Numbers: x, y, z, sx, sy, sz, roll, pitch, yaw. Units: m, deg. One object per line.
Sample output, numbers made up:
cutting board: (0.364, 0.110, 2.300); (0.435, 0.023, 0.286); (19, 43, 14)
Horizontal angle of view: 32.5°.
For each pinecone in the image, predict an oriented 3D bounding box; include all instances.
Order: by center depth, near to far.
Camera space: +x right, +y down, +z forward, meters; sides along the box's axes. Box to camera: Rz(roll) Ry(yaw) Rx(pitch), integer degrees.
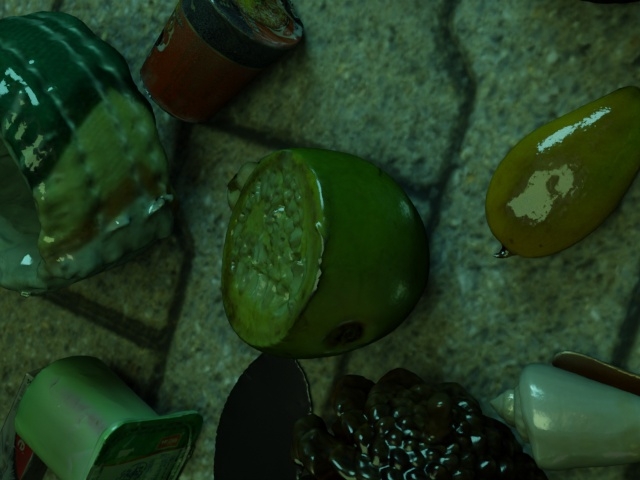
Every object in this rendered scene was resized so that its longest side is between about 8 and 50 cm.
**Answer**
pinecone: (0.066, 0.255, 0.959); (0.244, 0.244, 0.309); (43, 126, 19)

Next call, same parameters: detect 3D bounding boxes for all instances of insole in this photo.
insole: (-0.073, 0.267, 1.141); (0.109, 0.007, 0.322); (16, 101, 27)

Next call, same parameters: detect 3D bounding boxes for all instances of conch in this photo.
conch: (0.233, 0.141, 0.924); (0.176, 0.104, 0.094); (-10, 91, 19)

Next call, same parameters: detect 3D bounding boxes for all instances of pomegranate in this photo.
pomegranate: (0.000, 0.014, 1.016); (0.241, 0.159, 0.190); (4, 86, 55)

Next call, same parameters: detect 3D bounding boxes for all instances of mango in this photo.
mango: (0.212, -0.056, 0.947); (0.187, 0.066, 0.101); (-44, 74, 14)

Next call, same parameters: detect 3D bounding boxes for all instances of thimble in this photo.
thimble: (-0.279, -0.083, 1.100); (0.288, 0.167, 0.254); (46, 136, 15)

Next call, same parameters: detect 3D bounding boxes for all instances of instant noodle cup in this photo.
instant noodle cup: (-0.105, -0.190, 1.074); (0.136, 0.127, 0.127); (-44, 73, 32)

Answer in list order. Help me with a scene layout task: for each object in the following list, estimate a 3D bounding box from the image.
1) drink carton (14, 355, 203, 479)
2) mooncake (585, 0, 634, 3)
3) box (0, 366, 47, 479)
drink carton: (-0.235, 0.205, 1.153); (0.142, 0.146, 0.144); (35, 107, 30)
mooncake: (0.249, -0.330, 0.866); (0.283, 0.141, 0.283); (8, 106, 30)
box: (-0.345, 0.250, 1.261); (0.055, 0.039, 0.218); (34, 108, 22)
